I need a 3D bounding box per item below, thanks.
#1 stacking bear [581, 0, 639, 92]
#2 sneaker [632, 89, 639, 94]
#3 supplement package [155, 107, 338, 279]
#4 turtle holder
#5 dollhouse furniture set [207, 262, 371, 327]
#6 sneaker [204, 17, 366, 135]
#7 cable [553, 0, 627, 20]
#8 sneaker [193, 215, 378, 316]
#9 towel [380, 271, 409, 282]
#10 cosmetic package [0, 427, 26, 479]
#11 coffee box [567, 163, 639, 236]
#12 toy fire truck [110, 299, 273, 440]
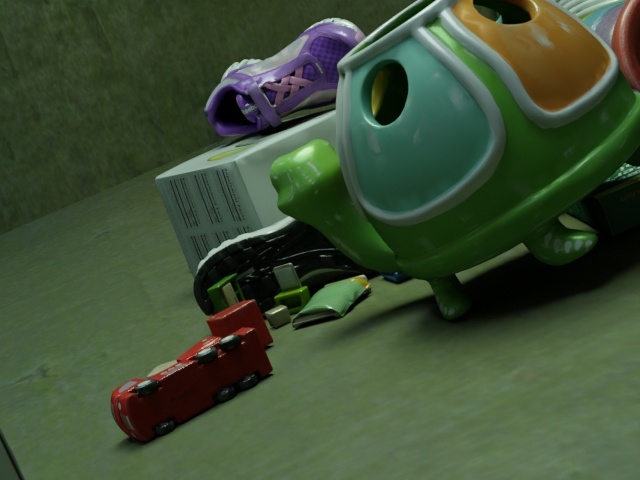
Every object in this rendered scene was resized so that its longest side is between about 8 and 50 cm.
[{"bbox_3d":[0.312,-0.168,1.843,0.164,0.175,0.289,-19,-2,-25],"label":"stacking bear"},{"bbox_3d":[0.223,-0.074,1.740,0.124,0.107,0.283,17,-29,-26],"label":"sneaker"},{"bbox_3d":[-0.045,-0.051,1.983,0.194,0.149,0.203,-27,10,-30],"label":"supplement package"},{"bbox_3d":[0.120,-0.092,1.470,0.243,0.227,0.320,-41,11,-21],"label":"turtle holder"},{"bbox_3d":[-0.031,0.049,1.672,0.151,0.058,0.076,-16,12,33],"label":"dollhouse furniture set"},{"bbox_3d":[-0.043,-0.177,1.981,0.236,0.095,0.104,-20,13,38],"label":"sneaker"},{"bbox_3d":[0.378,-0.253,1.956,0.257,0.089,0.257,7,-20,-23],"label":"cable"},{"bbox_3d":[0.000,0.000,1.771,0.271,0.100,0.108,-21,5,8],"label":"sneaker"},{"bbox_3d":[0.114,0.003,1.687,0.119,0.029,0.067,-25,9,-14],"label":"towel"},{"bbox_3d":[-0.340,0.202,1.380,0.160,0.113,0.309,-26,9,-20],"label":"cosmetic package"},{"bbox_3d":[0.287,-0.053,1.567,0.113,0.040,0.184,-22,9,-1],"label":"coffee box"},{"bbox_3d":[-0.112,0.115,1.532,0.192,0.047,0.135,-28,11,-25],"label":"toy fire truck"}]
